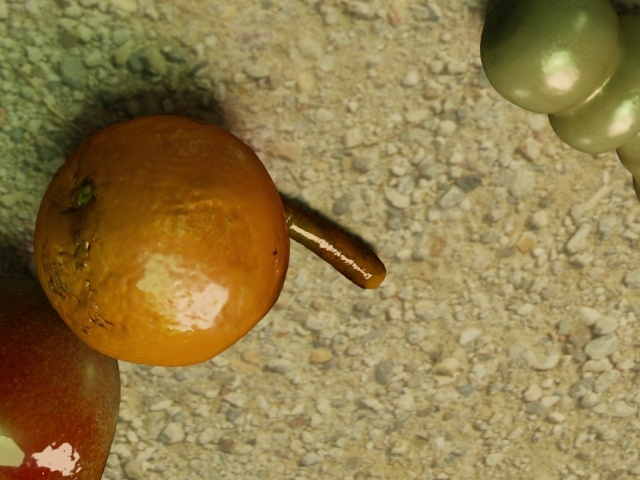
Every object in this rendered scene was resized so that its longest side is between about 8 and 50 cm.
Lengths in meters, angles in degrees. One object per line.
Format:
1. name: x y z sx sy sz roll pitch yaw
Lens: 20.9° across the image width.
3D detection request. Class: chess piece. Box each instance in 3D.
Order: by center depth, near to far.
1. chess piece: 0.300 -0.136 1.663 0.330 0.182 0.182 29 122 -24

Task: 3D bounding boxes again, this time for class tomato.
1. tomato: -0.337 0.168 1.763 0.303 0.239 0.303 16 148 10

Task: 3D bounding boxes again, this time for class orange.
1. orange: -0.150 0.001 1.658 0.246 0.246 0.246 -4 132 -5

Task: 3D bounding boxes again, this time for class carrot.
1. carrot: 0.000 0.000 1.814 0.170 0.042 0.042 31 120 -29
